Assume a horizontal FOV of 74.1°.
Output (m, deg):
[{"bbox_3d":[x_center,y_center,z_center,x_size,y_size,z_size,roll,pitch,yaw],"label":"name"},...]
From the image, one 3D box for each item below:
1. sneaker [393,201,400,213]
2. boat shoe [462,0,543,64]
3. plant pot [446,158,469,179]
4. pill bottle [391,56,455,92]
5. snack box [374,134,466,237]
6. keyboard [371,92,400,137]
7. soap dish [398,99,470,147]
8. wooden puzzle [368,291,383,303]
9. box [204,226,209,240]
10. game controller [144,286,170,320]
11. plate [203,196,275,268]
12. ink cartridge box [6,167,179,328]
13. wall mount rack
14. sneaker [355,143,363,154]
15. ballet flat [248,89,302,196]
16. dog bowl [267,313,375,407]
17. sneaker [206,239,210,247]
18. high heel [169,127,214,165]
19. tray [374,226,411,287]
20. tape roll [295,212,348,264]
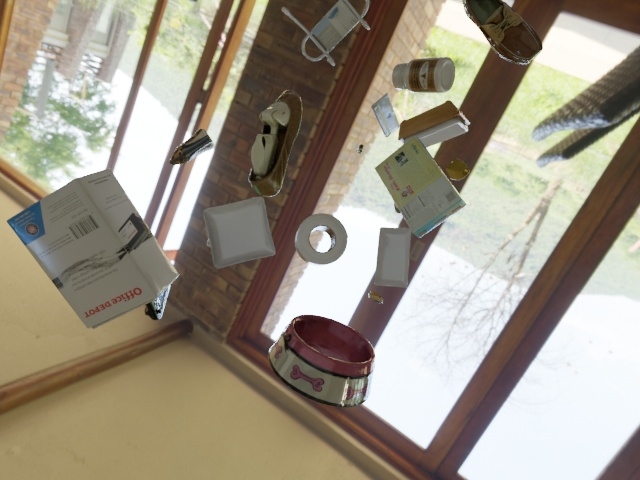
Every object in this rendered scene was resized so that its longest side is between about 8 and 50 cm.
[{"bbox_3d":[0.326,-0.205,1.674,0.090,0.095,0.235,12,-139,15],"label":"sneaker"},{"bbox_3d":[0.572,-0.700,1.370,0.324,0.122,0.120,50,-150,14],"label":"boat shoe"},{"bbox_3d":[0.715,-0.360,2.180,0.081,0.081,0.083,50,172,-34],"label":"plant pot"},{"bbox_3d":[0.408,-0.661,1.701,0.229,0.131,0.131,18,-172,42],"label":"pill bottle"},{"bbox_3d":[0.329,-0.188,1.441,0.060,0.187,0.322,27,-147,-49],"label":"snack box"},{"bbox_3d":[0.248,-0.464,1.591,0.014,0.072,0.256,49,-173,22],"label":"keyboard"},{"bbox_3d":[0.522,-0.527,1.962,0.229,0.290,0.118,-4,-103,-59],"label":"soap dish"},{"bbox_3d":[0.257,0.263,1.964,0.078,0.014,0.116,25,160,9],"label":"wooden puzzle"},{"bbox_3d":[-0.555,0.008,2.322,0.091,0.130,0.171,-22,-133,-8],"label":"box"},{"bbox_3d":[-0.652,0.176,1.690,0.067,0.167,0.319,-5,-155,-9],"label":"game controller"},{"bbox_3d":[-0.361,-0.035,1.896,0.277,0.278,0.045,-14,171,-4],"label":"plate"},{"bbox_3d":[-0.669,0.030,1.279,0.395,0.285,0.166,62,-164,-14],"label":"ink cartridge box"},{"bbox_3d":[0.026,-0.913,1.735,0.304,0.350,0.130,41,-157,-22],"label":"wall mount rack"},{"bbox_3d":[0.187,-0.424,1.971,0.031,0.035,0.083,21,179,-7],"label":"sneaker"},{"bbox_3d":[-0.141,-0.301,1.243,0.116,0.343,0.124,14,175,28],"label":"ballet flat"},{"bbox_3d":[0.022,0.419,1.566,0.407,0.151,0.408,20,-167,-5],"label":"dog bowl"},{"bbox_3d":[-0.433,-0.056,2.099,0.282,0.161,0.102,-15,-156,-34],"label":"sneaker"},{"bbox_3d":[-0.535,-0.378,1.747,0.093,0.186,0.261,58,176,-18],"label":"high heel"},{"bbox_3d":[0.328,0.075,1.910,0.145,0.271,0.030,4,167,15],"label":"tray"},{"bbox_3d":[0.000,0.000,2.052,0.246,0.246,0.169,24,173,-3],"label":"tape roll"}]
